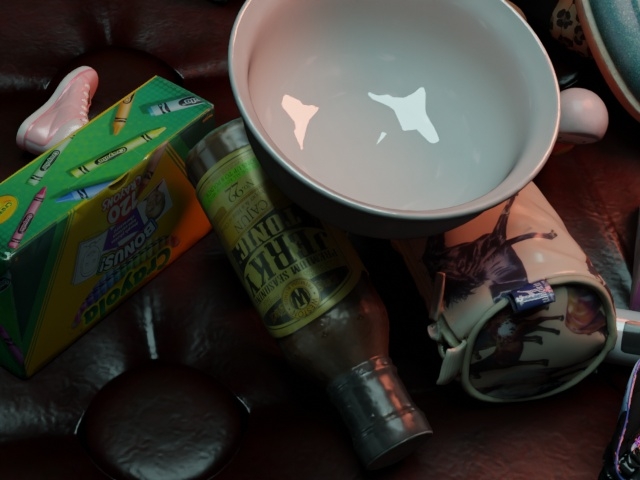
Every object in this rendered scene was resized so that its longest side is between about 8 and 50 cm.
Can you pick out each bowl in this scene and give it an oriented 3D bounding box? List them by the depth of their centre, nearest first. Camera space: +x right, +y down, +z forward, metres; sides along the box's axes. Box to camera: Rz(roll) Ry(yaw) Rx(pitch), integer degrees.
[{"bbox_3d":[0.055,-0.108,1.262,0.298,0.134,0.298,6,56,-9],"label":"bowl"}]

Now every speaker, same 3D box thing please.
[{"bbox_3d":[0.341,0.102,1.358,0.136,0.055,0.055,10,45,5],"label":"speaker"}]

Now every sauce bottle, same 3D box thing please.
[{"bbox_3d":[-0.007,0.045,1.300,0.111,0.111,0.344,-22,69,-24],"label":"sauce bottle"}]

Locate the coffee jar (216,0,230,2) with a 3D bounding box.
[{"bbox_3d":[-0.078,-0.379,1.785,0.079,0.096,0.184,34,51,28],"label":"coffee jar"}]

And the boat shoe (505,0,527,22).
[{"bbox_3d":[0.084,-0.263,1.669,0.307,0.111,0.104,17,60,21],"label":"boat shoe"}]

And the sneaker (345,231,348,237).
[{"bbox_3d":[0.000,0.000,1.448,0.031,0.035,0.083,24,48,20],"label":"sneaker"}]

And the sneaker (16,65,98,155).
[{"bbox_3d":[-0.269,-0.135,1.557,0.070,0.051,0.134,23,51,16],"label":"sneaker"}]

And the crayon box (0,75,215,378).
[{"bbox_3d":[-0.219,-0.017,1.357,0.081,0.165,0.278,30,50,24],"label":"crayon box"}]

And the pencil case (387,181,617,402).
[{"bbox_3d":[0.124,-0.032,1.402,0.183,0.160,0.410,1,42,-30],"label":"pencil case"}]

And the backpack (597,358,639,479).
[{"bbox_3d":[0.329,0.181,1.231,0.158,0.117,0.173,13,46,9],"label":"backpack"}]

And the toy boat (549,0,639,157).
[{"bbox_3d":[0.355,-0.190,1.554,0.318,0.148,0.267,-36,93,-17],"label":"toy boat"}]

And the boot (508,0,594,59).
[{"bbox_3d":[0.311,-0.388,1.793,0.284,0.138,0.377,31,54,26],"label":"boot"}]

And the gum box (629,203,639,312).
[{"bbox_3d":[0.379,0.012,1.445,0.107,0.062,0.188,11,45,8],"label":"gum box"}]
